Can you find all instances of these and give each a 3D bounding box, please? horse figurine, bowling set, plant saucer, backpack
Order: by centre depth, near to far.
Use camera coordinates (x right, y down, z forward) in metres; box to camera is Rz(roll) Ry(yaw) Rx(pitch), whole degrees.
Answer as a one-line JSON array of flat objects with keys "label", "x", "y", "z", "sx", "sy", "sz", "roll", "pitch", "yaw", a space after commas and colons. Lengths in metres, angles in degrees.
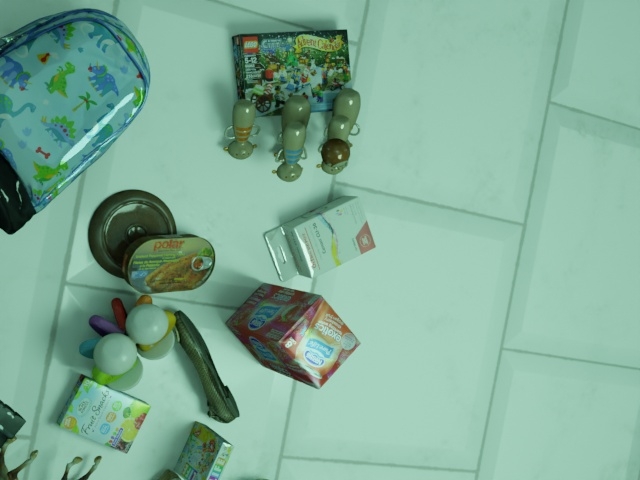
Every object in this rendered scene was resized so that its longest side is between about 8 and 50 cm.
[{"label": "backpack", "x": -0.451, "y": -0.230, "z": 1.601, "sx": 0.355, "sy": 0.273, "sz": 0.290, "roll": -41, "pitch": 104, "yaw": -30}, {"label": "horse figurine", "x": -0.509, "y": 0.447, "z": 1.709, "sx": 0.263, "sy": 0.066, "sz": 0.175, "roll": 23, "pitch": 98, "yaw": -34}, {"label": "plant saucer", "x": -0.343, "y": -0.010, "z": 1.776, "sx": 0.168, "sy": 0.029, "sz": 0.169, "roll": -3, "pitch": 97, "yaw": -26}, {"label": "bowling set", "x": -0.027, "y": -0.167, "z": 1.813, "sx": 0.286, "sy": 0.200, "sz": 0.154, "roll": -8, "pitch": 134, "yaw": -20}]

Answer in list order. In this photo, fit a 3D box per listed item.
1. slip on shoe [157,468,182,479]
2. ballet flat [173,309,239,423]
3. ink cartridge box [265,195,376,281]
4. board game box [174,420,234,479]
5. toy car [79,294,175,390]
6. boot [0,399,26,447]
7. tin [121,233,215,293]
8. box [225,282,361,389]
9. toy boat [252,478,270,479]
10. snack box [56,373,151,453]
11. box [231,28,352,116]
[{"label": "slip on shoe", "x": -0.320, "y": 0.496, "z": 1.829, "sx": 0.135, "sy": 0.041, "sz": 0.051, "roll": -50, "pitch": 154, "yaw": 1}, {"label": "ballet flat", "x": -0.229, "y": 0.247, "z": 1.836, "sx": 0.058, "sy": 0.084, "sz": 0.250, "roll": -24, "pitch": 110, "yaw": 3}, {"label": "ink cartridge box", "x": 0.000, "y": 0.000, "z": 1.923, "sx": 0.198, "sy": 0.067, "sz": 0.115, "roll": -26, "pitch": 106, "yaw": -21}, {"label": "board game box", "x": -0.220, "y": 0.410, "z": 1.804, "sx": 0.026, "sy": 0.154, "sz": 0.103, "roll": 27, "pitch": 82, "yaw": -26}, {"label": "toy car", "x": -0.356, "y": 0.173, "z": 1.736, "sx": 0.136, "sy": 0.159, "sz": 0.182, "roll": 41, "pitch": 71, "yaw": 13}, {"label": "boot", "x": -0.749, "y": 0.353, "z": 1.499, "sx": 0.367, "sy": 0.146, "sz": 0.445, "roll": 39, "pitch": 74, "yaw": -4}, {"label": "tin", "x": -0.280, "y": 0.041, "z": 1.778, "sx": 0.189, "sy": 0.040, "sz": 0.106, "roll": -2, "pitch": 112, "yaw": -42}, {"label": "box", "x": -0.057, "y": 0.174, "z": 1.805, "sx": 0.122, "sy": 0.257, "sz": 0.128, "roll": -45, "pitch": 112, "yaw": -18}, {"label": "toy boat", "x": -0.145, "y": 0.644, "z": 1.885, "sx": 0.267, "sy": 0.148, "sz": 0.318, "roll": -27, "pitch": 99, "yaw": -27}, {"label": "snack box", "x": -0.399, "y": 0.321, "z": 1.773, "sx": 0.141, "sy": 0.037, "sz": 0.100, "roll": 30, "pitch": 80, "yaw": -25}, {"label": "box", "x": -0.052, "y": -0.327, "z": 1.879, "sx": 0.233, "sy": 0.044, "sz": 0.159, "roll": -9, "pitch": 99, "yaw": -25}]
